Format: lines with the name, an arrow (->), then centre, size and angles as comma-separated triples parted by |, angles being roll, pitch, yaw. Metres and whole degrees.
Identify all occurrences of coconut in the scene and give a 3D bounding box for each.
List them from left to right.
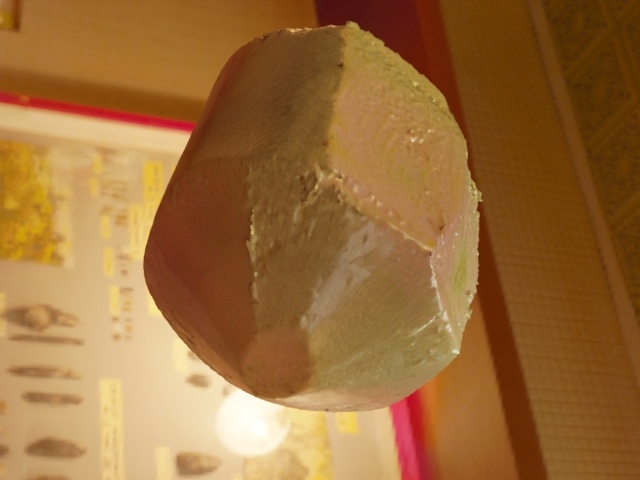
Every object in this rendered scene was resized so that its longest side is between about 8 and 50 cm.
coconut -> 0.000, 0.000, 0.758 | 0.233, 0.233, 0.245 | 123, -16, -46
